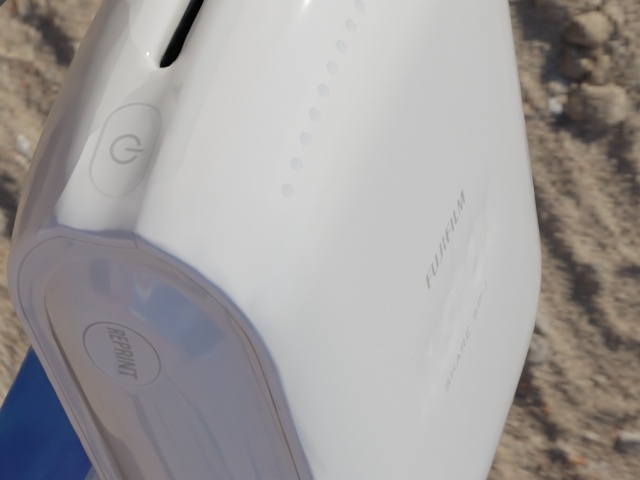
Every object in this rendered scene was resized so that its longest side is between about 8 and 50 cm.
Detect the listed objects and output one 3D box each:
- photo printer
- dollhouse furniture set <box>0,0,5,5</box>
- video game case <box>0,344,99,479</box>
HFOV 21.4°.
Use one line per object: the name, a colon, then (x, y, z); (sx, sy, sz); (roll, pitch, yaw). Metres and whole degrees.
photo printer: (0.000, 0.000, 0.638); (0.307, 0.107, 0.256); (75, 32, -46)
dollhouse furniture set: (-0.160, -0.096, 0.356); (0.144, 0.123, 0.151); (-43, 145, 9)
video game case: (-0.124, 0.165, 0.879); (0.061, 0.244, 0.269); (33, 104, 17)
